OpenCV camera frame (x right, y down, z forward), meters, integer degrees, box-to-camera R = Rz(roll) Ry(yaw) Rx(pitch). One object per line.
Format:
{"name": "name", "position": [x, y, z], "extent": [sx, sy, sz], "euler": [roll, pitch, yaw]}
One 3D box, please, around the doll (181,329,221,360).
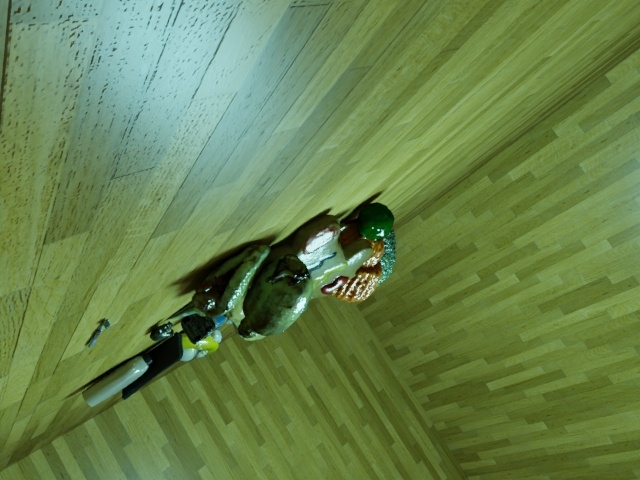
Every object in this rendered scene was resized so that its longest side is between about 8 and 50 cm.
{"name": "doll", "position": [-0.524, 0.420, 2.137], "extent": [0.237, 0.111, 0.252], "euler": [-3, 153, -33]}

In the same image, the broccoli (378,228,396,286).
{"name": "broccoli", "position": [0.198, 0.040, 2.416], "extent": [0.375, 0.302, 0.249], "euler": [-59, 160, -24]}

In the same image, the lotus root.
{"name": "lotus root", "position": [-0.136, 0.169, 1.528], "extent": [0.309, 0.173, 0.173], "euler": [-52, 164, 29]}

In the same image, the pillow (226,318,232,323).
{"name": "pillow", "position": [-0.343, 0.318, 2.486], "extent": [0.229, 0.051, 0.128], "euler": [-36, 180, 27]}

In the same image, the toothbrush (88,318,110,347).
{"name": "toothbrush", "position": [-0.518, 0.220, 1.239], "extent": [0.013, 0.019, 0.193], "euler": [-27, 172, -43]}

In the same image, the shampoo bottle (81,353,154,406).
{"name": "shampoo bottle", "position": [-0.721, 0.494, 1.912], "extent": [0.257, 0.078, 0.127], "euler": [-35, -179, -13]}

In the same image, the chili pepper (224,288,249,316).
{"name": "chili pepper", "position": [-0.334, 0.244, 2.008], "extent": [0.216, 0.062, 0.108], "euler": [-23, 168, -44]}

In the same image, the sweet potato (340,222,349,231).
{"name": "sweet potato", "position": [0.000, 0.000, 1.817], "extent": [0.067, 0.067, 0.274], "euler": [-25, 172, -48]}

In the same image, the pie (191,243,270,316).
{"name": "pie", "position": [-0.229, 0.108, 1.419], "extent": [0.257, 0.105, 0.274], "euler": [-42, 177, -18]}

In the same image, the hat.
{"name": "hat", "position": [0.114, 0.016, 1.975], "extent": [0.285, 0.285, 0.400], "euler": [-26, 138, -43]}

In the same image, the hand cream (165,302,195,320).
{"name": "hand cream", "position": [-0.366, 0.200, 1.633], "extent": [0.235, 0.055, 0.086], "euler": [-27, 170, 21]}

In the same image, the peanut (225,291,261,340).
{"name": "peanut", "position": [-0.262, 0.278, 1.925], "extent": [0.147, 0.147, 0.319], "euler": [-32, 148, -6]}

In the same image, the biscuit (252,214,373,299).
{"name": "biscuit", "position": [-0.011, 0.083, 1.714], "extent": [0.368, 0.076, 0.394], "euler": [-33, 149, 5]}

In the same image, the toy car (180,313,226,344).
{"name": "toy car", "position": [-0.388, 0.270, 1.802], "extent": [0.191, 0.097, 0.100], "euler": [-39, 171, 40]}

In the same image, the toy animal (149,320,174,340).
{"name": "toy animal", "position": [-0.486, 0.279, 1.635], "extent": [0.065, 0.047, 0.135], "euler": [-14, 169, -34]}

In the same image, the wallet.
{"name": "wallet", "position": [-0.630, 0.462, 1.982], "extent": [0.285, 0.030, 0.146], "euler": [-35, -143, 7]}
